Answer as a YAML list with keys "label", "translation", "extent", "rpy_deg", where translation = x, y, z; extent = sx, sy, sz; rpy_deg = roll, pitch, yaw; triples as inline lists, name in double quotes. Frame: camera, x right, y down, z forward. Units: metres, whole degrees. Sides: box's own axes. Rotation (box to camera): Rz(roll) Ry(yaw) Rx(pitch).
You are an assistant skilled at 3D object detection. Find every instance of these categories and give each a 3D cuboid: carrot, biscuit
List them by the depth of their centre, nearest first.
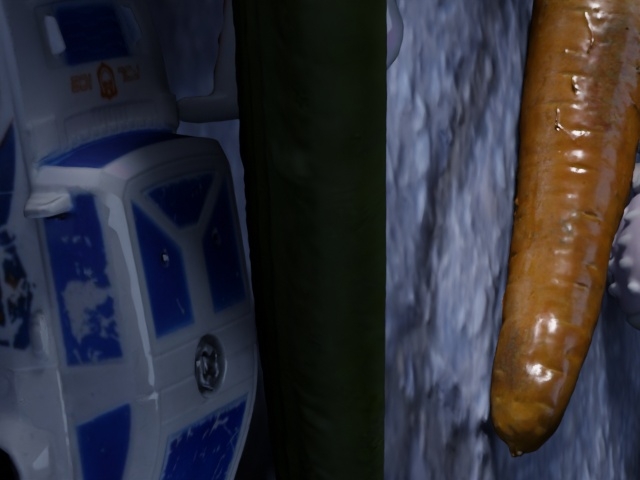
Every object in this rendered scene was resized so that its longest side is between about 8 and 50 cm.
- label: "biscuit"
  translation: [0.000, 0.000, 0.464]
  extent: [0.322, 0.038, 0.099]
  rpy_deg: [89, -3, -53]
- label: "carrot"
  translation: [0.103, -0.007, 0.786]
  extent: [0.061, 0.061, 0.209]
  rpy_deg: [44, 54, -54]

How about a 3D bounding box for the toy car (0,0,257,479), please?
- label: "toy car"
  translation: [-0.059, 0.012, 0.426]
  extent: [0.080, 0.070, 0.170]
  rpy_deg: [-21, 105, -64]

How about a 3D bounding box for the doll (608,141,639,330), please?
- label: "doll"
  translation: [0.177, -0.022, 0.902]
  extent: [0.129, 0.081, 0.207]
  rpy_deg: [1, 84, -72]

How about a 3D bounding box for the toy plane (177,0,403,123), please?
- label: "toy plane"
  translation: [-0.005, -0.154, 0.493]
  extent: [0.252, 0.118, 0.252]
  rpy_deg: [8, 90, -71]
